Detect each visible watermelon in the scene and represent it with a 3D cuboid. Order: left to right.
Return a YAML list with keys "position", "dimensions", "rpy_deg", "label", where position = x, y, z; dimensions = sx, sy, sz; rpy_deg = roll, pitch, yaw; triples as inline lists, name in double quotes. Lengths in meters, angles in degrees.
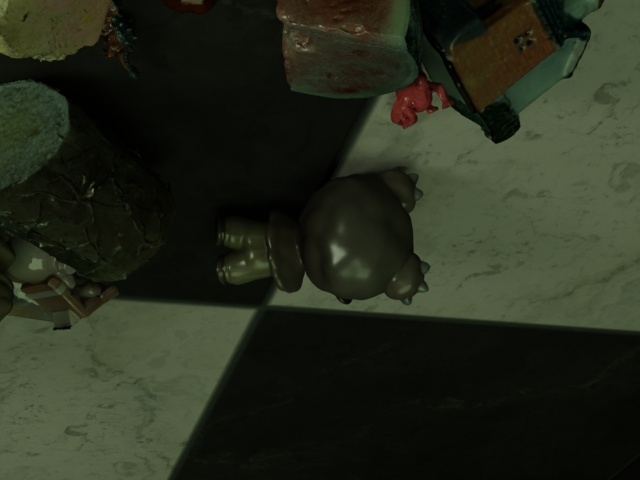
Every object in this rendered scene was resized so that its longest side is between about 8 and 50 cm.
- position: [0.024, -0.305, 1.501]
  dimensions: [0.226, 0.148, 0.318]
  rpy_deg: [14, 168, -27]
  label: "watermelon"

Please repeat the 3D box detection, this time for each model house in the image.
- position: [0.292, -0.315, 1.581]
  dimensions: [0.291, 0.184, 0.253]
  rpy_deg: [-32, 134, 6]
  label: "model house"

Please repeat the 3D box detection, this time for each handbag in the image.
- position: [-0.526, 0.095, 1.975]
  dimensions: [0.173, 0.095, 0.117]
  rpy_deg: [9, 140, -20]
  label: "handbag"

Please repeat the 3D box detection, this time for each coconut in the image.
- position: [-0.373, -0.346, 1.296]
  dimensions: [0.233, 0.245, 0.233]
  rpy_deg: [-37, 157, -19]
  label: "coconut"

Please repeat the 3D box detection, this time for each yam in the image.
- position: [-0.397, -0.080, 1.654]
  dimensions: [0.241, 0.240, 0.348]
  rpy_deg: [-25, 144, 19]
  label: "yam"

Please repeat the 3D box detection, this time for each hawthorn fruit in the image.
- position: [-0.175, -0.358, 1.468]
  dimensions: [0.081, 0.081, 0.093]
  rpy_deg: [3, 113, -17]
  label: "hawthorn fruit"

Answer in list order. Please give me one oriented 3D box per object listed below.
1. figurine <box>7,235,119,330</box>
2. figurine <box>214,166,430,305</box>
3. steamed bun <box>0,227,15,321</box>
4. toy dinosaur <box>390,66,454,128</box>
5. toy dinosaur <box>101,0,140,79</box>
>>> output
- position: [-0.465, 0.034, 1.862]
  dimensions: [0.163, 0.141, 0.236]
  rpy_deg: [-11, 122, 47]
  label: "figurine"
- position: [-0.001, 0.000, 1.894]
  dimensions: [0.381, 0.248, 0.203]
  rpy_deg: [-6, 165, 13]
  label: "figurine"
- position: [-0.605, 0.016, 1.682]
  dimensions: [0.320, 0.275, 0.206]
  rpy_deg: [43, 131, -5]
  label: "steamed bun"
- position: [0.127, -0.248, 1.667]
  dimensions: [0.070, 0.138, 0.286]
  rpy_deg: [-27, -177, -3]
  label: "toy dinosaur"
- position: [-0.289, -0.291, 1.545]
  dimensions: [0.055, 0.049, 0.154]
  rpy_deg: [-14, 139, 0]
  label: "toy dinosaur"
